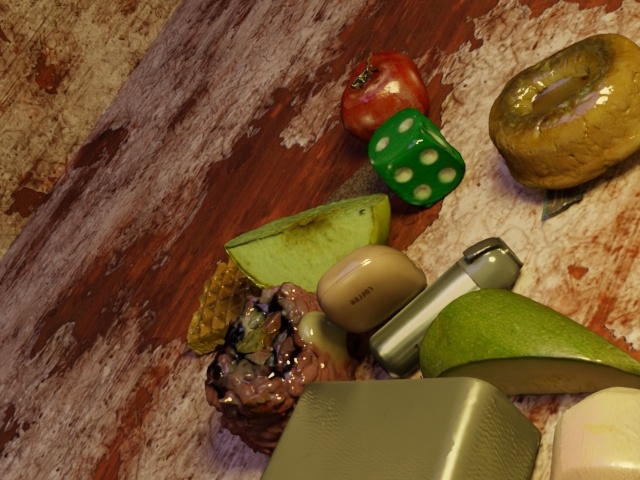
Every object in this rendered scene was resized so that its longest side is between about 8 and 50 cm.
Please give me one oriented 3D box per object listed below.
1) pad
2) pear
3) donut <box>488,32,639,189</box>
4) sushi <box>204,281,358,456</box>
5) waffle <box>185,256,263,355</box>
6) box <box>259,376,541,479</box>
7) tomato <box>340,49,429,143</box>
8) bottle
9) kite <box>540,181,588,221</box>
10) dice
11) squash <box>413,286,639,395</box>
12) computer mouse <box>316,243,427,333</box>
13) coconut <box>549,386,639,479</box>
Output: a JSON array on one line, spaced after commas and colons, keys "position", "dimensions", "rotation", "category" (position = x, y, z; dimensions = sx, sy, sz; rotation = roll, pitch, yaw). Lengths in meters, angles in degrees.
[{"position": [0.036, -0.047, 1.812], "dimensions": [0.235, 0.003, 0.158], "rotation": [-44, 31, 7], "category": "pad"}, {"position": [0.005, 0.003, 1.670], "dimensions": [0.287, 0.139, 0.239], "rotation": [-15, 16, 16], "category": "pear"}, {"position": [0.374, -0.187, 1.405], "dimensions": [0.261, 0.128, 0.209], "rotation": [-30, 36, 28], "category": "donut"}, {"position": [-0.054, 0.189, 1.499], "dimensions": [0.236, 0.171, 0.270], "rotation": [-28, 32, 30], "category": "sushi"}, {"position": [-0.171, 0.105, 1.848], "dimensions": [0.160, 0.055, 0.211], "rotation": [-25, 37, 34], "category": "waffle"}, {"position": [0.063, 0.355, 1.174], "dimensions": [0.351, 0.177, 0.344], "rotation": [-11, 44, 46], "category": "box"}, {"position": [0.121, -0.268, 1.813], "dimensions": [0.187, 0.151, 0.187], "rotation": [-28, 43, 31], "category": "tomato"}, {"position": [0.178, 0.093, 1.391], "dimensions": [0.253, 0.096, 0.079], "rotation": [-41, 38, 10], "category": "bottle"}, {"position": [0.464, -0.179, 1.424], "dimensions": [0.406, 0.014, 0.368], "rotation": [-44, 32, 5], "category": "kite"}, {"position": [0.163, -0.141, 1.641], "dimensions": [0.120, 0.128, 0.131], "rotation": [-40, 33, 16], "category": "dice"}, {"position": [0.251, 0.164, 1.213], "dimensions": [0.203, 0.111, 0.288], "rotation": [-49, 33, 0], "category": "squash"}, {"position": [0.082, 0.077, 1.422], "dimensions": [0.145, 0.236, 0.082], "rotation": [-37, 67, 9], "category": "computer mouse"}, {"position": [0.320, 0.250, 0.981], "dimensions": [0.170, 0.171, 0.183], "rotation": [-26, 34, 31], "category": "coconut"}]
